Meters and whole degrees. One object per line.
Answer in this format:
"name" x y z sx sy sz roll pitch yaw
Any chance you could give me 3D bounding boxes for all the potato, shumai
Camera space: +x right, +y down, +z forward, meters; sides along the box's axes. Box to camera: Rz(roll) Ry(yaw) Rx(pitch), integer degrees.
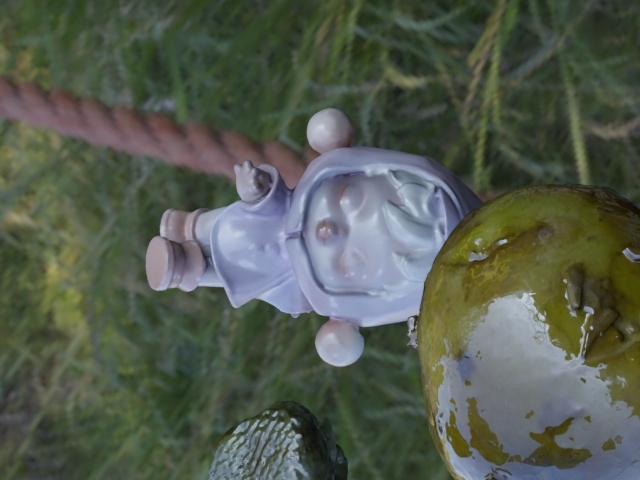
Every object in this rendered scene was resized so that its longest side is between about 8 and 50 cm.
"potato" 0.113 0.059 0.642 0.176 0.137 0.137 41 150 -15
"shumai" -0.011 0.124 0.839 0.080 0.083 0.082 16 179 -45

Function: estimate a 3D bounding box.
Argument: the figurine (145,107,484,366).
"figurine" 0.001 0.000 1.285 0.276 0.200 0.133 -3 173 14
